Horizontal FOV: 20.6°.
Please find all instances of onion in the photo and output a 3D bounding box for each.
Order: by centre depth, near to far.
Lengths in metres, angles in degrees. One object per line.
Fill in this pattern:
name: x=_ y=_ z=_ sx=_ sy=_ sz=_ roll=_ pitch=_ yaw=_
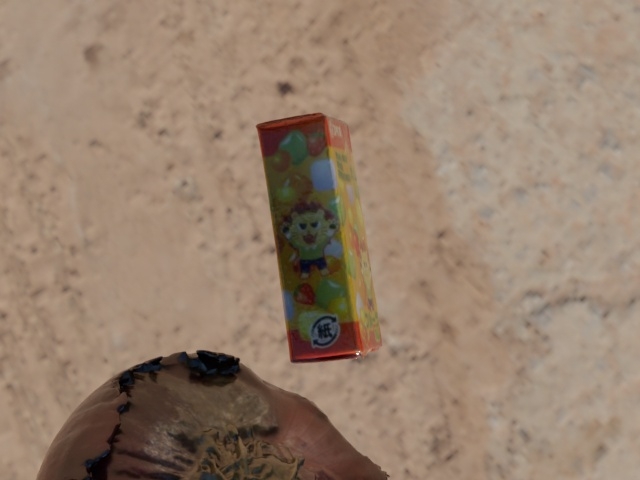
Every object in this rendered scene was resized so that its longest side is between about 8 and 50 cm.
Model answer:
onion: x=-0.066 y=0.215 z=1.095 sx=0.272 sy=0.272 sz=0.195 roll=11 pitch=136 yaw=-28

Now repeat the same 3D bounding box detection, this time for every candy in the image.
candy: x=0.000 y=0.000 z=0.879 sx=0.038 sy=0.062 sz=0.122 roll=-9 pitch=88 yaw=12
